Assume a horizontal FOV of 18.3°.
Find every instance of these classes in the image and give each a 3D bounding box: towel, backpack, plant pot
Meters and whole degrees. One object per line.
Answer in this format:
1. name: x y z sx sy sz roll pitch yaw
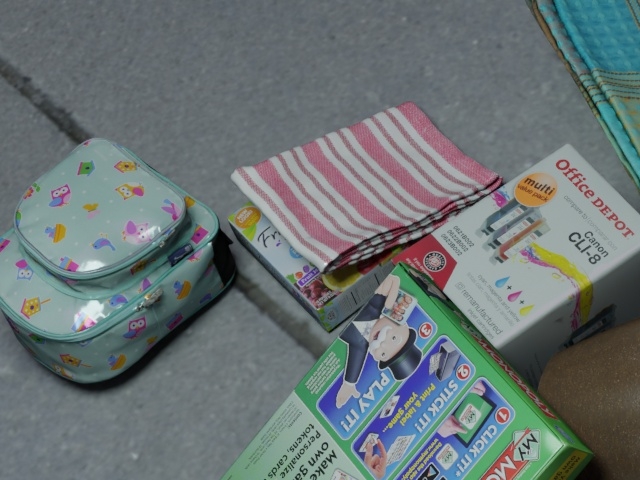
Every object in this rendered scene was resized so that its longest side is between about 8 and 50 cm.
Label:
1. towel: 0.039 -0.051 1.694 0.197 0.029 0.144 -23 47 -28
2. backpack: -0.190 0.019 1.695 0.166 0.144 0.188 37 76 30
3. towel: 0.352 -0.108 1.605 0.271 0.040 0.370 -8 48 -15
4. plant pot: 0.281 0.130 1.431 0.230 0.215 0.215 -5 53 33

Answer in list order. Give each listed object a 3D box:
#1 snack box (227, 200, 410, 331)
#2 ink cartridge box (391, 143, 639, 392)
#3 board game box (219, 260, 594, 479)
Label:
1. snack box: 0.000 0.000 1.707 0.100 0.037 0.141 -37 52 -11
2. ink cartridge box: 0.172 0.039 1.563 0.176 0.127 0.128 -34 51 -8
3. board game box: 0.028 0.203 1.464 0.317 0.046 0.213 -51 52 12
